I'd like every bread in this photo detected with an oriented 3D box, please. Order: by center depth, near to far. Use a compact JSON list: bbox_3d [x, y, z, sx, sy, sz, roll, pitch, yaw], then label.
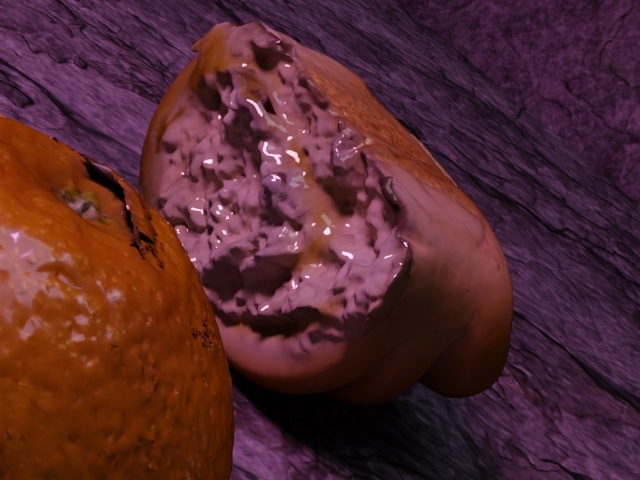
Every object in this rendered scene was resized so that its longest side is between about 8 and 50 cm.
[{"bbox_3d":[0.000,0.000,1.389,0.270,0.211,0.316,23,28,-56],"label":"bread"}]

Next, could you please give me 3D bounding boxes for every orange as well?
[{"bbox_3d":[-0.165,0.082,0.748,0.274,0.274,0.274,32,18,-12],"label":"orange"}]

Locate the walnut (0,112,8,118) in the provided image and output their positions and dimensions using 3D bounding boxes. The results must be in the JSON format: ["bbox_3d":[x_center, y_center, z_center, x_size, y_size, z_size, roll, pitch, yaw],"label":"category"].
[{"bbox_3d":[-0.238,-0.005,0.966,0.245,0.198,0.198,40,18,28],"label":"walnut"}]
